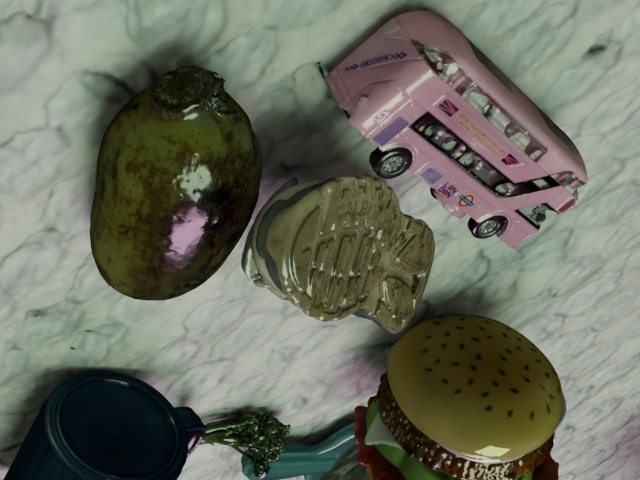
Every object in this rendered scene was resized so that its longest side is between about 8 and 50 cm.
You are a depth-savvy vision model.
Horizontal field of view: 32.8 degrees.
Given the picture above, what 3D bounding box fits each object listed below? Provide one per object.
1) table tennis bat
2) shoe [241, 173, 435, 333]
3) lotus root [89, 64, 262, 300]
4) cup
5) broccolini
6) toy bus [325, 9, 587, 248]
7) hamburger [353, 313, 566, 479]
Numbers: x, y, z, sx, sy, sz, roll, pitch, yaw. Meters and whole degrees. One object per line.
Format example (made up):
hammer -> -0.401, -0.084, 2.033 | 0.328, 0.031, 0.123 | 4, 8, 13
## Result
table tennis bat -> 0.015, 0.194, 0.985 | 0.201, 0.033, 0.124 | 4, 135, -39
shoe -> 0.000, 0.000, 0.673 | 0.180, 0.092, 0.089 | 22, 87, -59
lotus root -> -0.083, -0.023, 0.618 | 0.089, 0.081, 0.179 | -5, 142, -24
cup -> -0.165, 0.168, 0.806 | 0.113, 0.150, 0.138 | 32, 124, -2
broccolini -> -0.119, 0.179, 0.897 | 0.194, 0.054, 0.052 | -16, 113, 1
toy bus -> 0.091, -0.064, 0.679 | 0.090, 0.063, 0.203 | -39, 140, 18
hamburger -> 0.117, 0.135, 0.862 | 0.175, 0.175, 0.137 | -5, 128, -24
